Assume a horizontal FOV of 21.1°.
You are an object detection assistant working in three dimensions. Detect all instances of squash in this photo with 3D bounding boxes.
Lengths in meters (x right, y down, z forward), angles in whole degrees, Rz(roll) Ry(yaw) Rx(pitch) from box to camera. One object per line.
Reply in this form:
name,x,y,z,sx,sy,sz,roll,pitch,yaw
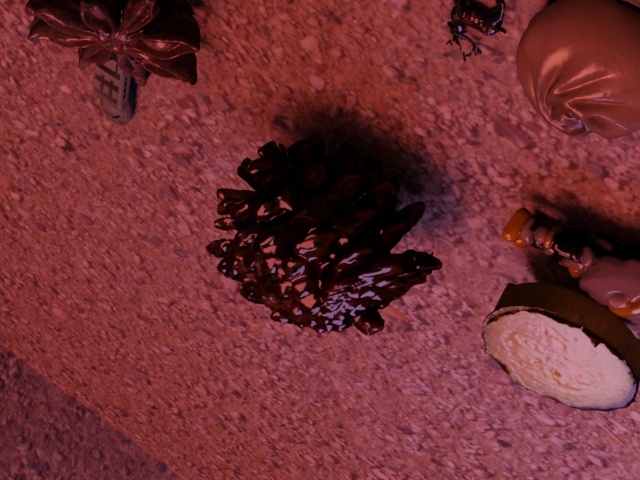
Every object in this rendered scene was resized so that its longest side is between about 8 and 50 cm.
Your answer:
squash,0.325,0.115,2.197,0.220,0.133,0.220,26,159,11

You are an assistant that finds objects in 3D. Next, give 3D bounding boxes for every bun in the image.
bun,0.283,-0.169,1.797,0.173,0.120,0.173,24,155,12

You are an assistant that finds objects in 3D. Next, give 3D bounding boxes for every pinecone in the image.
pinecone,0.001,-0.006,2.241,0.296,0.242,0.298,39,156,6

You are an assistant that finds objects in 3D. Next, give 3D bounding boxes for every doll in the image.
doll,0.373,0.039,2.082,0.316,0.103,0.145,25,158,24

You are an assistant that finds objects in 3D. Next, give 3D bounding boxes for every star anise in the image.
star anise,-0.251,-0.283,2.181,0.236,0.109,0.223,0,154,39

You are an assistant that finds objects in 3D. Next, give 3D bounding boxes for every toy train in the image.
toy train,-0.288,-0.213,2.402,0.052,0.051,0.234,33,154,6

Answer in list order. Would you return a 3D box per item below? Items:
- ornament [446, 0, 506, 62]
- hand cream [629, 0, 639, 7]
ornament,0.171,-0.238,1.897,0.073,0.028,0.125,24,151,16
hand cream,0.248,-0.322,1.610,0.306,0.093,0.147,49,177,-37
